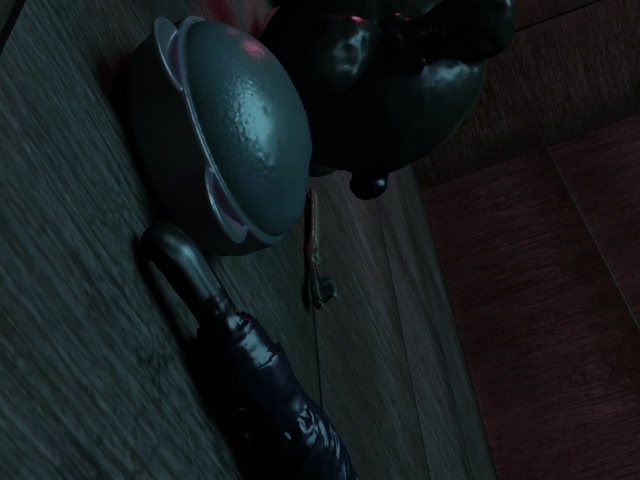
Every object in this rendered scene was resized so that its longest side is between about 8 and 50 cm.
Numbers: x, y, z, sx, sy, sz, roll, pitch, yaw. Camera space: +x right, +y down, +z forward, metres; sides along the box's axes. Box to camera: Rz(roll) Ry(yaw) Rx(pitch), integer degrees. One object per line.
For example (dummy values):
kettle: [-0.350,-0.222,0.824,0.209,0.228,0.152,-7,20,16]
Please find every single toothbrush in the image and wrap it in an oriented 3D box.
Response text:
toothbrush: [-0.005,0.002,1.138,0.294,0.028,0.026,-101,169,-64]

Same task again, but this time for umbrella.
umbrella: [-0.046,0.096,0.635,0.071,0.071,0.248,-92,156,-60]

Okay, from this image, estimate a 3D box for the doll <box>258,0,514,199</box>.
doll: [0.018,-0.232,0.970,0.382,0.252,0.378,168,-101,-80]

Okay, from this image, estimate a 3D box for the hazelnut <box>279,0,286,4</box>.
hazelnut: [0.037,-0.467,1.604,0.241,0.261,0.261,128,-52,-64]

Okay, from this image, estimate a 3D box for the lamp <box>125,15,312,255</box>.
lamp: [-0.061,-0.081,0.742,0.246,0.108,0.179,-20,95,-81]

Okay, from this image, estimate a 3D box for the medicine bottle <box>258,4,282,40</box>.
medicine bottle: [-0.036,-0.237,1.267,0.219,0.078,0.115,-88,158,-66]
